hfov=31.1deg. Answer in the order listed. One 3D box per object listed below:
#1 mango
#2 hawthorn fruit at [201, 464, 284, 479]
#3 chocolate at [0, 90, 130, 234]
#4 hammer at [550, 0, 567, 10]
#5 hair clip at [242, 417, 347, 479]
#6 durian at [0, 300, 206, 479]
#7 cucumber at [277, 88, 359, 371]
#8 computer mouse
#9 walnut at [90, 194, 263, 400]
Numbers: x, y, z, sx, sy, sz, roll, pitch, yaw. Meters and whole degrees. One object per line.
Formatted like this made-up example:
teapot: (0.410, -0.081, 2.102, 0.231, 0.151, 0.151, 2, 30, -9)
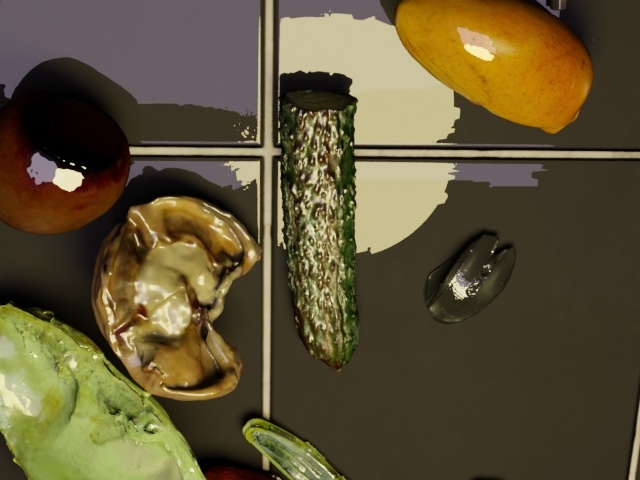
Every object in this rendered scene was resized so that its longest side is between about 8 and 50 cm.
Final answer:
mango: (0.190, -0.213, 1.274, 0.252, 0.154, 0.126, 22, 102, -25)
hawthorn fruit: (-0.111, 0.408, 1.460, 0.215, 0.250, 0.215, -15, 124, -23)
chocolate: (-0.306, -0.083, 1.302, 0.176, 0.177, 0.177, -1, 112, -3)
hammer: (0.227, -0.280, 1.314, 0.110, 0.019, 0.036, -2, 112, 0)
hair clip: (-0.032, 0.293, 1.519, 0.060, 0.033, 0.188, -41, 111, 15)
durian: (-0.286, 0.223, 1.380, 0.394, 0.198, 0.163, 46, 65, 7)
cucumber: (0.000, 0.000, 1.379, 0.096, 0.096, 0.360, -2, 114, -2)
computer mouse: (0.186, 0.053, 1.428, 0.079, 0.047, 0.135, 38, 103, -17)
walnut: (-0.185, 0.068, 1.357, 0.204, 0.141, 0.238, 21, 67, -30)
